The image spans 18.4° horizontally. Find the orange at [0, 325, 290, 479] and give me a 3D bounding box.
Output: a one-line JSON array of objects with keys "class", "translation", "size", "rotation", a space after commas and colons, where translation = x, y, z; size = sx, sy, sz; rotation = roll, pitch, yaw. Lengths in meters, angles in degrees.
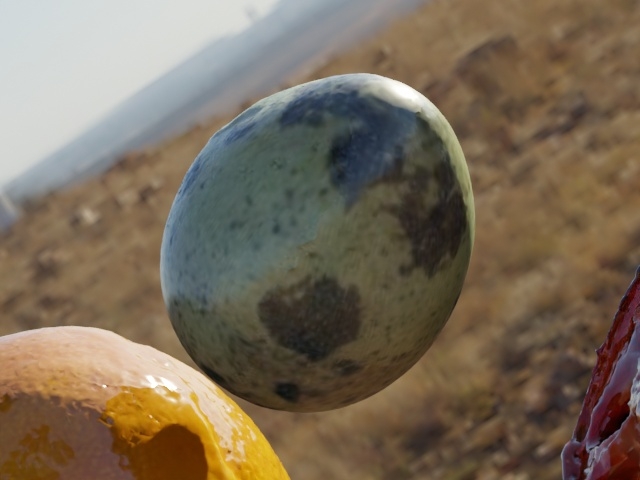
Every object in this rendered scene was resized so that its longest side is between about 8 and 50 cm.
[{"class": "orange", "translation": [-0.134, 0.173, 1.006], "size": [0.261, 0.261, 0.261], "rotation": [-32, 6, 4]}]

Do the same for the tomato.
[{"class": "tomato", "translation": [0.214, 0.087, 1.085], "size": [0.228, 0.101, 0.228], "rotation": [-159, 90, -81]}]

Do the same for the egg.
[{"class": "egg", "translation": [0.000, 0.000, 0.919], "size": [0.141, 0.141, 0.182], "rotation": [-40, -12, -48]}]
